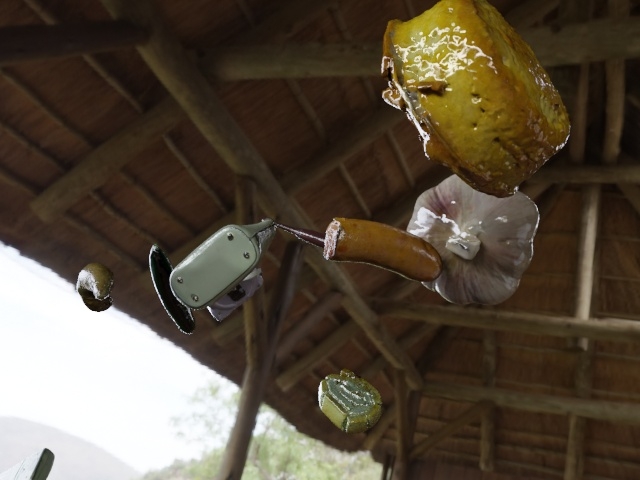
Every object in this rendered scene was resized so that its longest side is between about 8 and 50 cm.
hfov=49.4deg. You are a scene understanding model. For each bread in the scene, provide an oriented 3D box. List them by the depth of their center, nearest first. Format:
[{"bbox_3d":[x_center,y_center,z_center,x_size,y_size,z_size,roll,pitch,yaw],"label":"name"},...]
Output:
[{"bbox_3d":[0.265,-0.254,1.177,0.204,0.336,0.358,-38,-35,29],"label":"bread"},{"bbox_3d":[0.063,0.357,1.558,0.156,0.117,0.064,33,-42,31],"label":"bread"}]

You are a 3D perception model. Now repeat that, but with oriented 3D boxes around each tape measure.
[{"bbox_3d":[-0.262,0.123,1.937,0.178,0.196,0.105,45,6,-46],"label":"tape measure"}]

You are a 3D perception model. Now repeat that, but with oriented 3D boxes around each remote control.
[{"bbox_3d":[-0.618,0.489,1.359,0.234,0.098,0.038,-31,-67,16],"label":"remote control"}]

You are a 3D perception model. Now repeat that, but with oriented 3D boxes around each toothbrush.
[{"bbox_3d":[0.000,-0.001,1.977,0.364,0.040,0.041,19,-20,11],"label":"toothbrush"}]

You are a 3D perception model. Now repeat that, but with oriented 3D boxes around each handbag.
[{"bbox_3d":[-0.203,0.036,1.500,0.109,0.241,0.315,52,6,-5],"label":"handbag"}]

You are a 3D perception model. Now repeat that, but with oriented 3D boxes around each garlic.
[{"bbox_3d":[0.345,-0.005,1.614,0.322,0.321,0.241,-6,-23,44],"label":"garlic"}]

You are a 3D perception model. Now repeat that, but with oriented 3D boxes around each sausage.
[{"bbox_3d":[0.141,0.020,1.492,0.271,0.108,0.109,17,-20,-18],"label":"sausage"}]

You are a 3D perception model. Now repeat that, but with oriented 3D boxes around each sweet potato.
[{"bbox_3d":[-0.626,0.127,1.947,0.124,0.098,0.310,62,-24,4],"label":"sweet potato"}]

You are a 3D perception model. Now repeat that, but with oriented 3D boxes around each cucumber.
[{"bbox_3d":[-0.337,0.119,1.576,0.056,0.056,0.284,8,-43,19],"label":"cucumber"}]
